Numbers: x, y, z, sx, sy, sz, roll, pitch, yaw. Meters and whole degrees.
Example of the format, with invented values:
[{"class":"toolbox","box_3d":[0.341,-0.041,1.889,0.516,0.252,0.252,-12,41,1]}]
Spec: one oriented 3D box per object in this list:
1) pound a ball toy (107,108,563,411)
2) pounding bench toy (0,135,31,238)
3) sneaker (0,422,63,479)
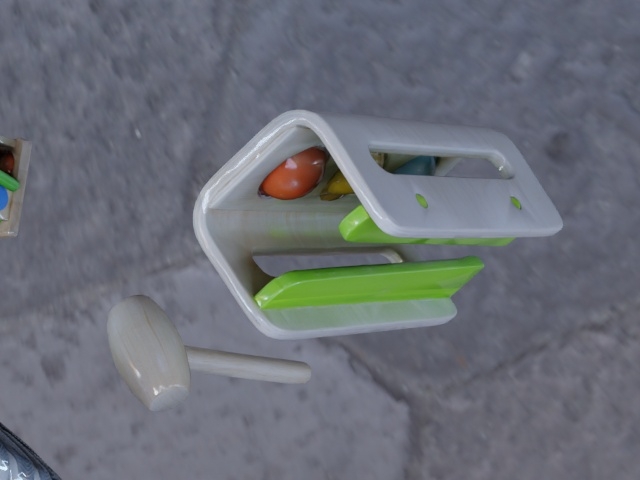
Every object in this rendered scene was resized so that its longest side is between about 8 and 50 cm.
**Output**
[{"class":"pound a ball toy","box_3d":[0.000,0.000,1.321,0.208,0.319,0.136,-41,70,25]},{"class":"pounding bench toy","box_3d":[-0.175,-0.031,0.952,0.065,0.083,0.052,16,77,-39]},{"class":"sneaker","box_3d":[-0.248,0.148,1.085,0.132,0.086,0.228,-52,146,-1]}]
